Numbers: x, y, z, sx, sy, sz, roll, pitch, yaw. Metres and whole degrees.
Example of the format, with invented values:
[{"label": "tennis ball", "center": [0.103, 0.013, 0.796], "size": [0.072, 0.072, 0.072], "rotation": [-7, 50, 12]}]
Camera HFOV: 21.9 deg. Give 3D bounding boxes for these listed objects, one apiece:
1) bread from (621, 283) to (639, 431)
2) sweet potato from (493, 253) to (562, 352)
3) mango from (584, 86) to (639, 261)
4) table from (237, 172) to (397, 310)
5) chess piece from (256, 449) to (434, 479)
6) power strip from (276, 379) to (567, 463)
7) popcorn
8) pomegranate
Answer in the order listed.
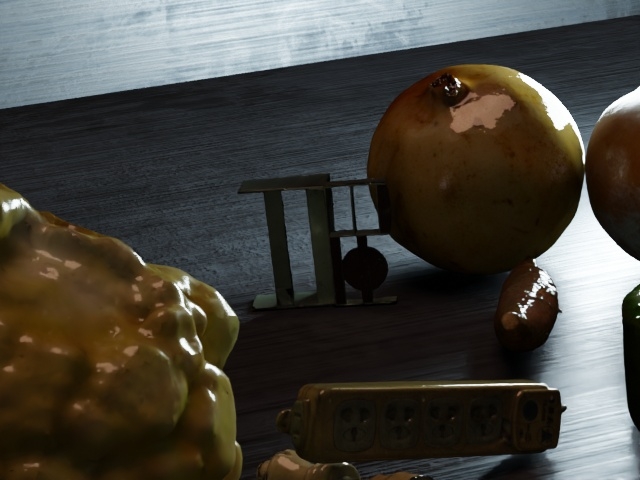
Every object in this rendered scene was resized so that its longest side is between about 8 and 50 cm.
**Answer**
[{"label": "bread", "center": [0.453, 0.093, 1.460], "size": [0.366, 0.129, 0.382], "rotation": [-4, 17, 6]}, {"label": "sweet potato", "center": [0.225, 0.065, 1.761], "size": [0.072, 0.066, 0.314], "rotation": [5, 15, 12]}, {"label": "mango", "center": [0.415, -0.085, 1.929], "size": [0.221, 0.199, 0.384], "rotation": [31, 28, -9]}, {"label": "table", "center": [0.000, 0.000, 1.914], "size": [0.175, 0.146, 0.062], "rotation": [-4, 16, 7]}, {"label": "chess piece", "center": [0.015, 0.207, 1.364], "size": [0.172, 0.060, 0.060], "rotation": [5, 19, 40]}, {"label": "power strip", "center": [0.100, 0.151, 1.397], "size": [0.305, 0.064, 0.044], "rotation": [3, 1, -35]}, {"label": "popcorn", "center": [-0.255, 0.138, 1.181], "size": [0.390, 0.344, 0.354], "rotation": [-36, 40, 5]}, {"label": "pomegranate", "center": [0.184, -0.086, 1.956], "size": [0.264, 0.264, 0.264], "rotation": [-6, 16, 2]}]
